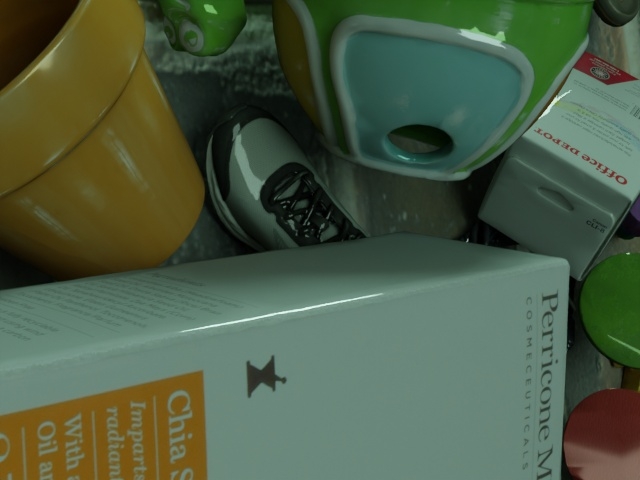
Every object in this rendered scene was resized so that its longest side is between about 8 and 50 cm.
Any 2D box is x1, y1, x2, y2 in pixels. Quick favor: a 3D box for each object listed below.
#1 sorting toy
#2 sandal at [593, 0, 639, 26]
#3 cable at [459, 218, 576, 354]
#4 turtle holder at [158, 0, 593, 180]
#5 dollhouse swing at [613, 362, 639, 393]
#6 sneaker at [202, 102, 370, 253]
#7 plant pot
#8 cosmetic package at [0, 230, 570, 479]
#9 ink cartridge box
[{"bbox_3d":[0.325,0.114,1.153,0.127,0.126,0.366,13,69,1],"label":"sorting toy"},{"bbox_3d":[0.301,-0.329,1.142,0.090,0.060,0.219,-49,117,-30],"label":"sandal"},{"bbox_3d":[0.213,0.037,1.100,0.184,0.047,0.151,34,65,-31],"label":"cable"},{"bbox_3d":[0.055,-0.175,0.836,0.320,0.243,0.227,-1,118,-29],"label":"turtle holder"},{"bbox_3d":[0.585,0.194,1.220,0.315,0.305,0.347,-37,109,-35],"label":"dollhouse swing"},{"bbox_3d":[0.000,0.000,0.895,0.100,0.108,0.271,-42,110,-32],"label":"sneaker"},{"bbox_3d":[-0.179,-0.069,0.714,0.188,0.205,0.205,53,55,-40],"label":"plant pot"},{"bbox_3d":[-0.048,0.135,0.633,0.453,0.161,0.230,-9,102,-42],"label":"cosmetic package"},{"bbox_3d":[0.264,-0.077,1.062,0.128,0.127,0.176,33,49,14],"label":"ink cartridge box"}]
